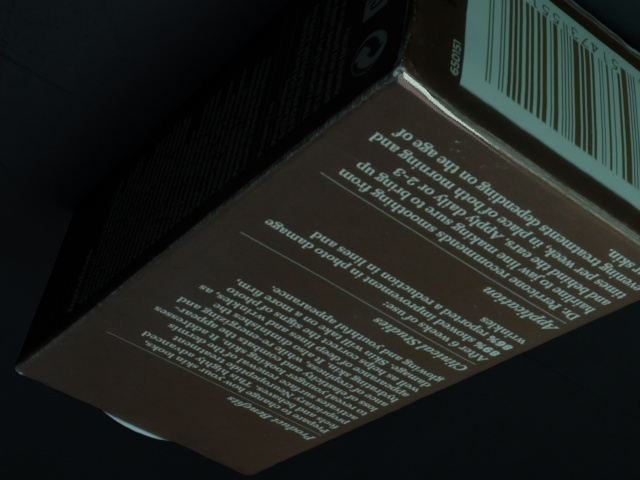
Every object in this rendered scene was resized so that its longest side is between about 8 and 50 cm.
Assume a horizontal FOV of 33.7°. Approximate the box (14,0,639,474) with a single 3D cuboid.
[{"bbox_3d":[0.000,0.000,0.612,0.191,0.143,0.381,30,138,-25],"label":"box"}]
